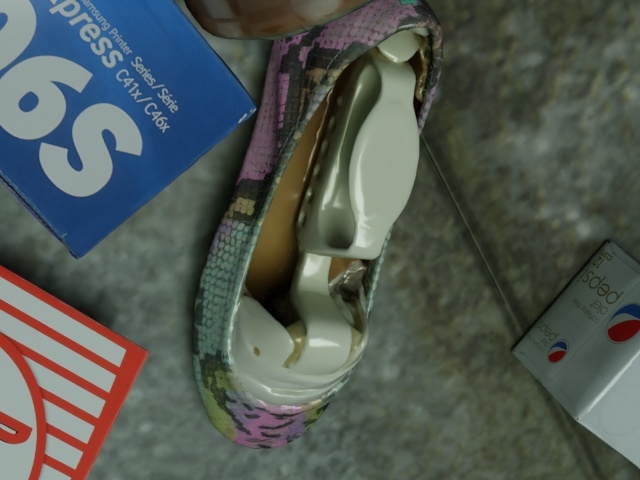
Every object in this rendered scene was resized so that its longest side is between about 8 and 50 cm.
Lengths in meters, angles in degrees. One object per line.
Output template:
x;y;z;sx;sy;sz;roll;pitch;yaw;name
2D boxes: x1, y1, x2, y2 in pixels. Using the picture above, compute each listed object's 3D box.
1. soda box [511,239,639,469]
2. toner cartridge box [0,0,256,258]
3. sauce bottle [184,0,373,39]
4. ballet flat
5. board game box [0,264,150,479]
0.195;0.093;0.760;0.216;0.069;0.074;37;97;-31;soda box
-0.164;-0.161;0.437;0.075;0.165;0.348;-40;123;-1;toner cartridge box
-0.072;-0.224;0.479;0.111;0.111;0.344;-34;120;-4;sauce bottle
0.000;0.000;0.630;0.076;0.079;0.222;5;112;-25;ballet flat
-0.177;0.060;0.576;0.193;0.045;0.147;34;74;-32;board game box
